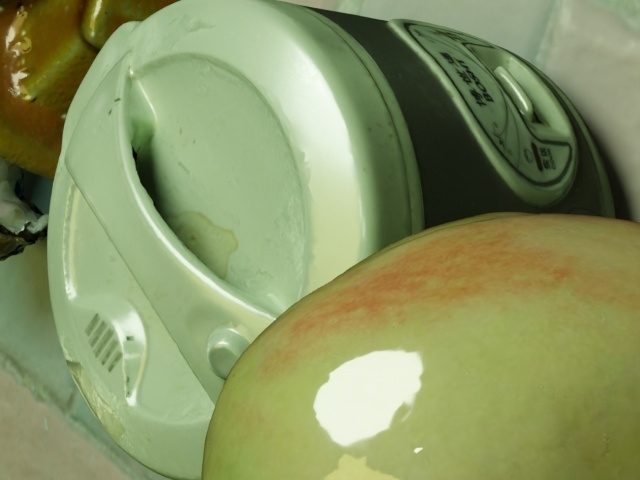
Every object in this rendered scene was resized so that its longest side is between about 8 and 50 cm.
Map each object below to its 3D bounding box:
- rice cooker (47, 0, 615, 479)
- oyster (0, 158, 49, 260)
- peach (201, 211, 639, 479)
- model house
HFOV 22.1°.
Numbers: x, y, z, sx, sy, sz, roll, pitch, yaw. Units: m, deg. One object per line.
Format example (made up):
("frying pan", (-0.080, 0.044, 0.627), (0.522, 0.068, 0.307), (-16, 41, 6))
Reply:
("rice cooker", (-0.001, -0.001, 0.946), (0.288, 0.277, 0.288), (-5, 83, 46))
("oyster", (-0.287, -0.072, 1.280), (0.092, 0.260, 0.198), (-32, 74, 11))
("peach", (0.094, 0.103, 0.677), (0.292, 0.292, 0.247), (-29, 64, 41))
("model house", (-0.175, -0.181, 1.179), (0.239, 0.268, 0.173), (-44, 39, 33))
